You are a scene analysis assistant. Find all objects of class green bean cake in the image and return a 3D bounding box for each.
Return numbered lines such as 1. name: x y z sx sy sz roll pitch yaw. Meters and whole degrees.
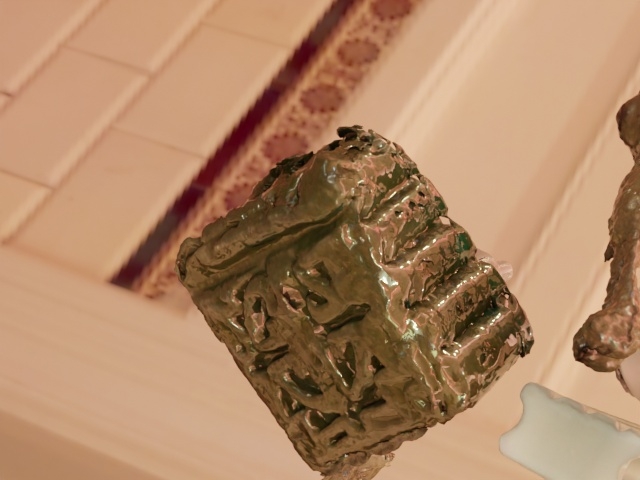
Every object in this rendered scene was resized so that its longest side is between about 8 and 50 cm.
1. green bean cake: 0.020 0.051 1.279 0.132 0.241 0.255 -39 99 -41

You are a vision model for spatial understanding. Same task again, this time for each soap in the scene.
1. soap: 0.244 0.179 1.223 0.198 0.119 0.067 24 91 -50

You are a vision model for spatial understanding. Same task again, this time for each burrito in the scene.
1. burrito: 0.033 0.315 1.997 0.171 0.051 0.042 -47 -152 29

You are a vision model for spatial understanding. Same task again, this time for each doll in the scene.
1. doll: 0.267 -0.020 1.269 0.203 0.091 0.286 60 49 -76

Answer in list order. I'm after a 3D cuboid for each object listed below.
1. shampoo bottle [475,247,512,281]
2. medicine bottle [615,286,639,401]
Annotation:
1. shampoo bottle: 0.139 0.070 1.987 0.303 0.092 0.092 -14 122 -40
2. medicine bottle: 0.579 0.157 1.961 0.213 0.378 0.214 -6 101 -31
